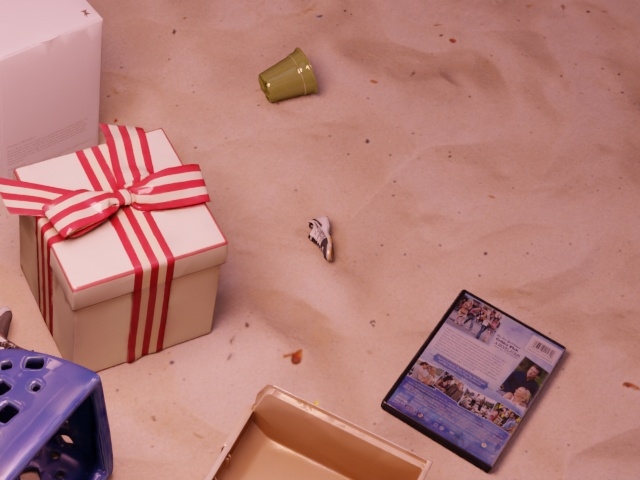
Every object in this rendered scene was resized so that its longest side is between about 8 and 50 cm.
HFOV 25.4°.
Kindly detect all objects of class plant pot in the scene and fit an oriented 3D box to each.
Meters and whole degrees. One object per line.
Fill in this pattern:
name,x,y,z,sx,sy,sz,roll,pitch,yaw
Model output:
plant pot,-0.414,0.266,1.766,0.212,0.236,0.236,24,52,17
plant pot,-0.058,-0.265,2.341,0.079,0.083,0.083,-25,60,-12

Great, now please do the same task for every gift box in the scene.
gift box,-0.299,-0.002,1.970,0.255,0.258,0.276,-22,61,-26

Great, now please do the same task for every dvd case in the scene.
dvd case,0.225,0.198,2.063,0.180,0.022,0.253,30,53,14

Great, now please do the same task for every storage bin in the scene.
storage bin,-0.034,0.355,1.828,0.260,0.123,0.262,25,53,9

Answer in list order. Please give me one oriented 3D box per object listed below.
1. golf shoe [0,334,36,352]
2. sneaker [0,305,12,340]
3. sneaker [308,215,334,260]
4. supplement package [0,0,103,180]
golf shoe,-0.413,0.159,1.884,0.198,0.094,0.077,34,55,-19
sneaker,-0.452,0.164,1.951,0.065,0.061,0.158,31,54,-15
sneaker,0.000,0.000,2.174,0.037,0.032,0.083,-9,49,0
supplement package,-0.445,-0.251,2.113,0.177,0.293,0.175,-27,62,-28
